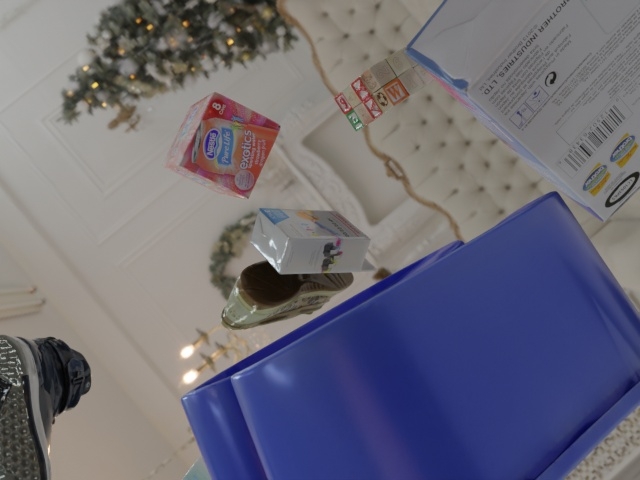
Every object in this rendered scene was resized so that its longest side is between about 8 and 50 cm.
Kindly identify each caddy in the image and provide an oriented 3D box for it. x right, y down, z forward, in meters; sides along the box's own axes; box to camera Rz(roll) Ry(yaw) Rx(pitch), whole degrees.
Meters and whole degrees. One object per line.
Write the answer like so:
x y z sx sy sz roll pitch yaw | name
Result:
0.077 0.112 0.455 0.179 0.341 0.241 61 149 3 | caddy

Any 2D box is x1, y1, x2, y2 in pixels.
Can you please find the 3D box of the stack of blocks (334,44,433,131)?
0.192 -0.356 1.383 0.087 0.297 0.171 56 157 -6 | stack of blocks

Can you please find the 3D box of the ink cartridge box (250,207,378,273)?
0.000 0.000 1.011 0.181 0.061 0.104 1 -153 -34 | ink cartridge box

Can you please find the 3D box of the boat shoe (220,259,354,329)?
-0.051 0.075 1.085 0.285 0.089 0.104 -9 -124 -53 | boat shoe

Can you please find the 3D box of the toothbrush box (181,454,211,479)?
-0.159 0.436 1.219 0.126 0.295 0.216 40 -159 12 | toothbrush box

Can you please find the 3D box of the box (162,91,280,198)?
-0.204 -0.183 1.313 0.142 0.154 0.300 26 178 -20 | box

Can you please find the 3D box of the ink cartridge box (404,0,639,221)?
0.336 -0.204 0.803 0.396 0.270 0.151 30 -161 -36 | ink cartridge box

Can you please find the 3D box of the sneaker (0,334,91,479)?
-0.325 0.222 0.771 0.163 0.086 0.226 70 -164 -82 | sneaker
